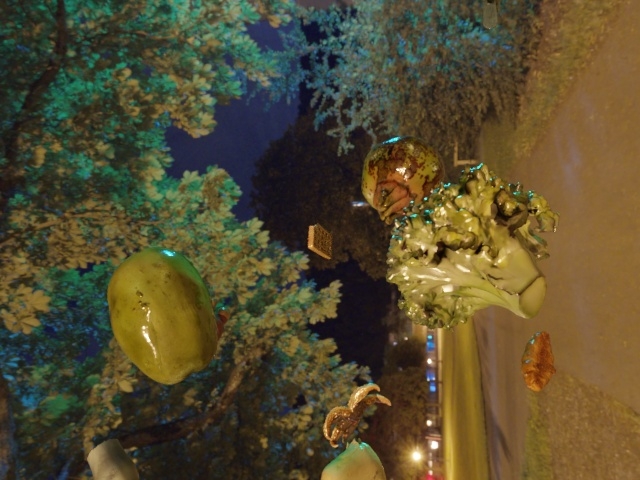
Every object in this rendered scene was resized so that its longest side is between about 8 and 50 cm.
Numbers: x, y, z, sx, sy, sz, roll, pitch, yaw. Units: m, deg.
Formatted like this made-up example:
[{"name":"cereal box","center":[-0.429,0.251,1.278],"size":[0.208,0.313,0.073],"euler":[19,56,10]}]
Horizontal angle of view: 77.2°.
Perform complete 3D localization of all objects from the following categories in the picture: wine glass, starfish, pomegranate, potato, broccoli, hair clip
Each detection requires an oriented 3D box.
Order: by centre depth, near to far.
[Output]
[{"name":"broccoli","center":[0.299,0.023,0.784],"size":[0.324,0.271,0.334],"euler":[-53,-46,-32]},{"name":"potato","center":[-0.350,0.163,0.904],"size":[0.305,0.215,0.216],"euler":[62,-166,5]},{"name":"wine glass","center":[-0.478,0.577,0.955],"size":[0.092,0.202,0.093],"euler":[-33,-34,-27]},{"name":"hair clip","center":[0.397,-0.587,0.963],"size":[0.229,0.039,0.070],"euler":[-9,-74,-59]},{"name":"pomegranate","center":[0.217,-0.142,1.056],"size":[0.222,0.203,0.277],"euler":[122,154,-44]},{"name":"starfish","center":[0.109,0.525,1.228],"size":[0.215,0.071,0.238],"euler":[3,-59,-40]}]

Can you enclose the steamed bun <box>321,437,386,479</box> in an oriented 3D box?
[{"name":"steamed bun","center":[0.129,0.842,1.357],"size":[0.231,0.166,0.273],"euler":[-16,-73,-30]}]

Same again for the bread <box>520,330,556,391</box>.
[{"name":"bread","center":[0.726,0.409,1.345],"size":[0.233,0.104,0.076],"euler":[-56,-3,-35]}]

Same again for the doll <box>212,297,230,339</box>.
[{"name":"doll","center":[-0.435,0.244,1.312],"size":[0.255,0.152,0.196],"euler":[39,-110,-24]}]

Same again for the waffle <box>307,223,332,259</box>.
[{"name":"waffle","center":[0.000,0.000,1.248],"size":[0.135,0.021,0.092],"euler":[37,-128,-56]}]
